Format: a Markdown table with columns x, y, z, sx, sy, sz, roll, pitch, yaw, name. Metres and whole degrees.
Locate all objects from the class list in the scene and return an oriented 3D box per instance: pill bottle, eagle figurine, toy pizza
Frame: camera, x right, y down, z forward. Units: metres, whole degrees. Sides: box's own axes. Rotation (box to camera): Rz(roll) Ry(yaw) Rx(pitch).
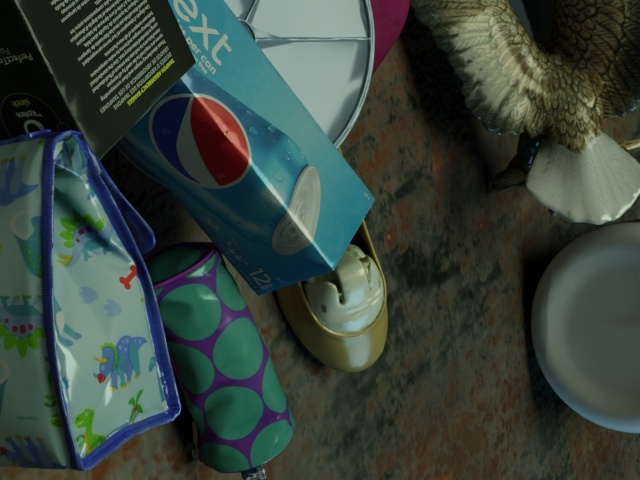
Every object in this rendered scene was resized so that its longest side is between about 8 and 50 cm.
| x | y | z | sx | sy | sz | roll | pitch | yaw | name |
| --- | --- | --- | --- | --- | --- | --- | --- | --- | --- |
| 0.386 | 0.075 | 1.430 | 0.363 | 0.210 | 0.210 | -7 | 92 | -59 | pill bottle |
| 0.201 | -0.176 | 1.192 | 0.226 | 0.225 | 0.298 | -43 | 134 | -40 | eagle figurine |
| -0.058 | -0.125 | 0.832 | 0.201 | 0.032 | 0.201 | -3 | 97 | -26 | toy pizza |

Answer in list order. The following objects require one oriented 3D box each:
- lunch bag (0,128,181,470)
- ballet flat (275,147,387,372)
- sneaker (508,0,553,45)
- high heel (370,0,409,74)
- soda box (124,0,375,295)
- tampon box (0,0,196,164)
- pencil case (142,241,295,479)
| x | y | z | sx | sy | sz | roll | pitch | yaw | name |
| --- | --- | --- | --- | --- | --- | --- | --- | --- | --- |
| -0.150 | 0.027 | 0.637 | 0.096 | 0.129 | 0.151 | -29 | 109 | -56 | lunch bag |
| 0.000 | 0.000 | 0.931 | 0.080 | 0.073 | 0.232 | -27 | 110 | -16 | ballet flat |
| 0.243 | -0.292 | 1.299 | 0.295 | 0.147 | 0.104 | 57 | 44 | -37 | sneaker |
| -0.045 | -0.226 | 0.853 | 0.377 | 0.127 | 0.181 | 23 | 74 | -51 | high heel |
| -0.062 | -0.071 | 0.766 | 0.210 | 0.067 | 0.071 | 51 | 44 | -21 | soda box |
| -0.160 | -0.124 | 0.646 | 0.101 | 0.120 | 0.161 | -54 | 131 | -45 | tampon box |
| -0.069 | 0.075 | 0.825 | 0.070 | 0.064 | 0.151 | -26 | 114 | -11 | pencil case |
